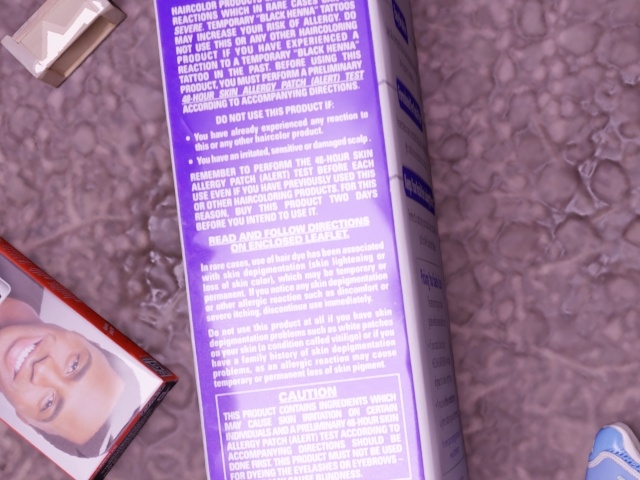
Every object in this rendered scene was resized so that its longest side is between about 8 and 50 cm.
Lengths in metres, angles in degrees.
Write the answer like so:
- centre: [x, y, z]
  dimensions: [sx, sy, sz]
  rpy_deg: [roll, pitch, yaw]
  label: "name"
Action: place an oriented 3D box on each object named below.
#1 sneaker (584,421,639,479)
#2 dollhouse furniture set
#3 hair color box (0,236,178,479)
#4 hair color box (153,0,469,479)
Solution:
- centre: [0.229, 0.125, 0.896]
  dimensions: [0.211, 0.080, 0.081]
  rpy_deg: [-4, 90, 6]
  label: "sneaker"
- centre: [-0.124, -0.186, 0.919]
  dimensions: [0.182, 0.161, 0.101]
  rpy_deg: [-45, 82, 2]
  label: "dollhouse furniture set"
- centre: [-0.153, 0.058, 0.970]
  dimensions: [0.141, 0.043, 0.072]
  rpy_deg: [37, 91, 7]
  label: "hair color box"
- centre: [0.000, 0.000, 0.880]
  dimensions: [0.110, 0.185, 0.338]
  rpy_deg: [-6, 86, 9]
  label: "hair color box"
